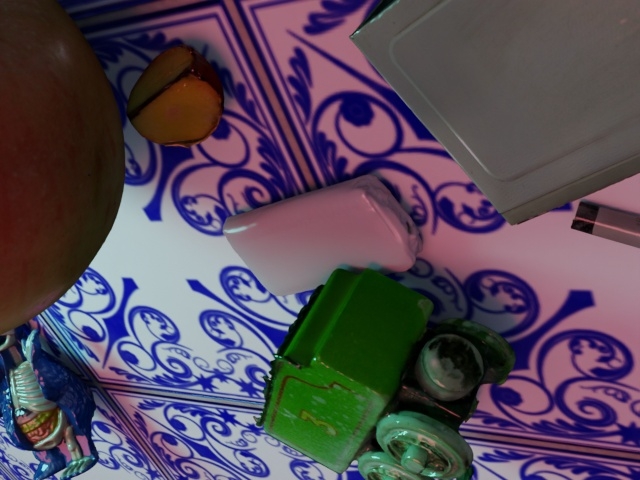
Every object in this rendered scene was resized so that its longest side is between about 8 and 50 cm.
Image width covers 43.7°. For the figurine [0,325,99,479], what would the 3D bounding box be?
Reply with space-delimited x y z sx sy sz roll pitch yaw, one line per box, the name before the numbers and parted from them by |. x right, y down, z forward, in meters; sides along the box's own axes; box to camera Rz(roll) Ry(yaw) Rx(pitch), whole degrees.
figurine | -0.386 0.203 1.089 0.164 0.121 0.262 -2 113 25

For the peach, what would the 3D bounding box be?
peach | -0.113 -0.117 0.626 0.077 0.050 0.083 4 148 -3

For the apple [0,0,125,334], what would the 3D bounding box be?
apple | -0.307 -0.075 0.599 0.319 0.319 0.277 28 122 5

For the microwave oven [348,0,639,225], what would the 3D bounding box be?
microwave oven | 0.146 -0.126 0.393 0.163 0.129 0.205 48 137 -15

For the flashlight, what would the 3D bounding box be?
flashlight | 0.218 -0.006 0.554 0.083 0.018 0.018 17 140 18

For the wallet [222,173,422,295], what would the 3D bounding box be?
wallet | 0.000 0.000 0.688 0.190 0.033 0.095 -13 125 41

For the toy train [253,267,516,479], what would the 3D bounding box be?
toy train | 0.051 0.133 0.701 0.188 0.132 0.243 27 148 6
